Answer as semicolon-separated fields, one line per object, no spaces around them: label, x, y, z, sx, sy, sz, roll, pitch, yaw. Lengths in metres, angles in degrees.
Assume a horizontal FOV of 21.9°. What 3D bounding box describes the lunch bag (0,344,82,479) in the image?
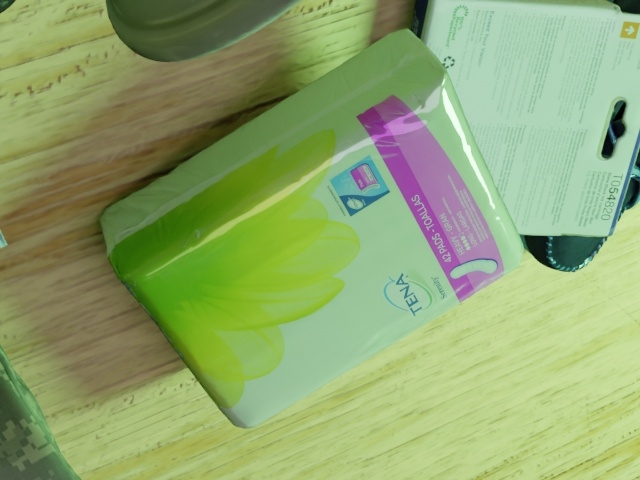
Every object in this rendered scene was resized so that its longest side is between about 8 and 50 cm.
lunch bag;-0.312;0.211;1.148;0.305;0.256;0.213;-30;134;-20

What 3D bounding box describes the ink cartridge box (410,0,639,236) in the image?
ink cartridge box;0.172;-0.109;1.432;0.224;0.045;0.223;3;119;-17

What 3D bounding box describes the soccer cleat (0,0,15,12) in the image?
soccer cleat;-0.330;-0.172;0.943;0.318;0.109;0.116;4;159;-30

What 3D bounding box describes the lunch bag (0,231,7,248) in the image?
lunch bag;-0.271;-0.018;1.172;0.071;0.053;0.083;-32;145;-15

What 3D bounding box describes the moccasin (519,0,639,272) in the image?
moccasin;0.284;-0.115;1.521;0.137;0.117;0.342;-1;119;-39

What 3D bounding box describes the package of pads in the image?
package of pads;0.000;0.000;1.338;0.296;0.101;0.229;-31;133;-1

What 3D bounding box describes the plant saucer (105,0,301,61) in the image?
plant saucer;-0.022;-0.294;0.960;0.100;0.400;0.400;35;94;-27
